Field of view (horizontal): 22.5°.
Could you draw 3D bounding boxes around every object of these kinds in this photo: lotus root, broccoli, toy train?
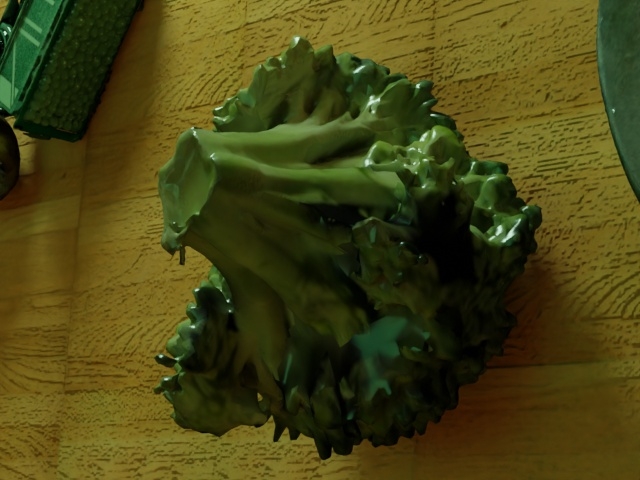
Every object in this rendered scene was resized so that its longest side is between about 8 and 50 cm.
[{"bbox_3d":[-0.409,-0.104,1.838,0.209,0.120,0.120,41,109,44],"label":"lotus root"},{"bbox_3d":[0.004,-0.011,1.267,0.293,0.280,0.348,-16,69,43],"label":"broccoli"},{"bbox_3d":[-0.282,-0.245,1.750,0.154,0.115,0.269,35,104,36],"label":"toy train"}]

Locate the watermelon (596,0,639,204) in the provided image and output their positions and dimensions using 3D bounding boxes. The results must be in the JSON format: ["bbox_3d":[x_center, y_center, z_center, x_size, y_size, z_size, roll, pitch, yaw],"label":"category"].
[{"bbox_3d":[0.320,-0.105,1.034,0.258,0.228,0.387,-16,59,33],"label":"watermelon"}]
